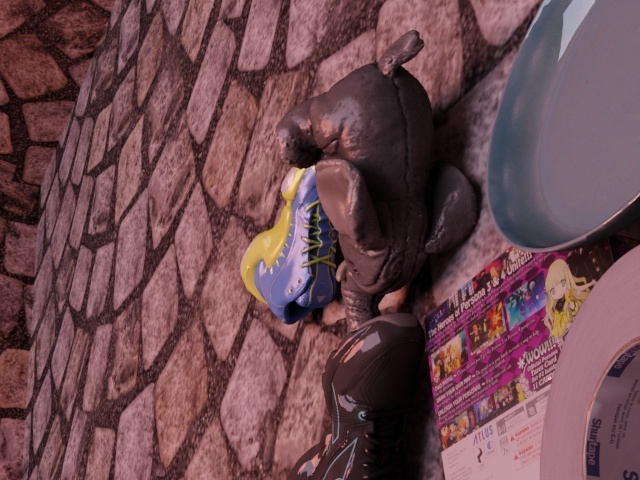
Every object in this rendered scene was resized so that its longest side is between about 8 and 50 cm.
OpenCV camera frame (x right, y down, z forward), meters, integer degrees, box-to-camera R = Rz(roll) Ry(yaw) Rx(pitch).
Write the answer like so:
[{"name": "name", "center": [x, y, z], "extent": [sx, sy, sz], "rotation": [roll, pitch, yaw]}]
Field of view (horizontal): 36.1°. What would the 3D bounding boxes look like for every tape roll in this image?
[{"name": "tape roll", "center": [0.193, 0.110, 0.500], "extent": [0.219, 0.072, 0.219], "rotation": [-170, 90, -78]}]

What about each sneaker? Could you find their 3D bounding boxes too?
[{"name": "sneaker", "center": [0.000, 0.000, 1.112], "extent": [0.126, 0.091, 0.240], "rotation": [57, 132, 32]}, {"name": "sneaker", "center": [0.050, 0.187, 0.909], "extent": [0.106, 0.101, 0.267], "rotation": [52, 135, 46]}]

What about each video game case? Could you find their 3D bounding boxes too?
[{"name": "video game case", "center": [0.166, 0.101, 0.742], "extent": [0.232, 0.042, 0.210], "rotation": [-48, 38, 46]}]

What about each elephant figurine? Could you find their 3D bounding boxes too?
[{"name": "elephant figurine", "center": [0.063, -0.031, 0.928], "extent": [0.169, 0.186, 0.239], "rotation": [-20, 64, 11]}]

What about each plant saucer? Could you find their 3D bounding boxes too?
[{"name": "plant saucer", "center": [0.216, -0.132, 0.671], "extent": [0.317, 0.044, 0.317], "rotation": [-60, 15, 28]}]
